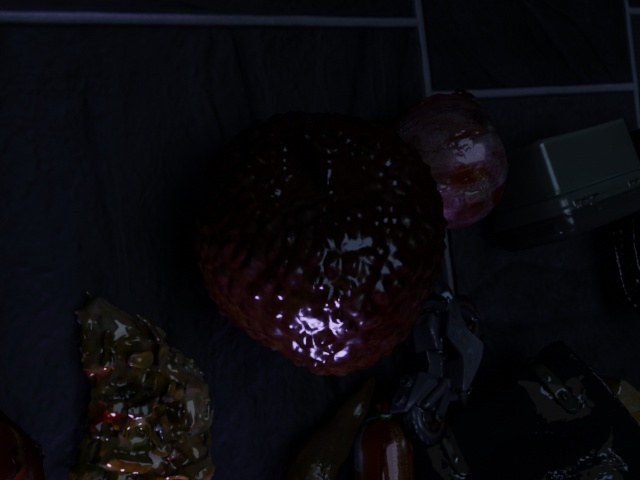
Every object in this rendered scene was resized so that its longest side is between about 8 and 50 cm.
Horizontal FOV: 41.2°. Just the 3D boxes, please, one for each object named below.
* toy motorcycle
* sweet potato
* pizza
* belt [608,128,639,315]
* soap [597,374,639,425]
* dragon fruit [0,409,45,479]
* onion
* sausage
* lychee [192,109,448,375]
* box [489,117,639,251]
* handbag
[{"bbox_3d":[0.136,0.133,1.008,0.122,0.080,0.215,49,47,-22],"label":"toy motorcycle"},{"bbox_3d":[0.000,0.237,0.944,0.068,0.068,0.226,42,59,-24],"label":"sweet potato"},{"bbox_3d":[-0.168,0.165,0.834,0.147,0.069,0.226,4,86,-30],"label":"pizza"},{"bbox_3d":[0.498,-0.023,1.185,0.164,0.184,0.289,-14,95,-50],"label":"belt"},{"bbox_3d":[0.421,0.313,1.198,0.160,0.080,0.257,-13,95,-32],"label":"soap"},{"bbox_3d":[-0.291,0.243,0.728,0.125,0.125,0.246,-10,110,-1],"label":"dragon fruit"},{"bbox_3d":[0.119,-0.081,0.992,0.195,0.159,0.159,-20,100,-2],"label":"onion"},{"bbox_3d":[0.076,0.316,0.979,0.083,0.083,0.264,-1,88,-33],"label":"sausage"},{"bbox_3d":[0.000,0.000,0.852,0.260,0.260,0.260,1,87,-33],"label":"lychee"},{"bbox_3d":[0.320,-0.074,1.113,0.210,0.148,0.129,-17,89,-34],"label":"box"},{"bbox_3d":[0.262,0.304,1.049,0.342,0.152,0.288,-25,88,-16],"label":"handbag"}]
